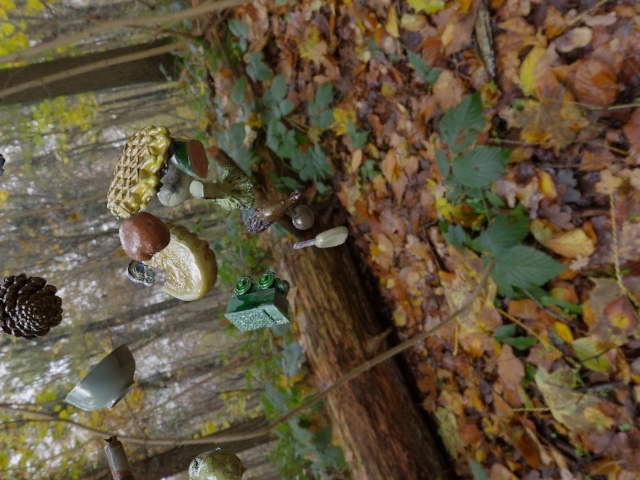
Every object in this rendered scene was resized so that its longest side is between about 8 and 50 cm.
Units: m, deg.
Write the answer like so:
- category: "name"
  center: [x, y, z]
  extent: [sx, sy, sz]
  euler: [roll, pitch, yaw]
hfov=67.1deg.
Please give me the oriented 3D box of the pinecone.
- category: "pinecone"
  center: [-1.147, 0.252, 1.881]
  extent: [0.309, 0.244, 0.244]
  euler: [31, 144, 37]

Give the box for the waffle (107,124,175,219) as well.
- category: "waffle"
  center: [-0.682, -0.257, 1.798]
  extent: [0.381, 0.095, 0.380]
  euler: [9, 80, 49]

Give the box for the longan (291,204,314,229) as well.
- category: "longan"
  center: [-0.080, -0.101, 2.103]
  extent: [0.092, 0.113, 0.114]
  euler: [-21, 84, 47]

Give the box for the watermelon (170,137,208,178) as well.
- category: "watermelon"
  center: [-0.550, -0.324, 1.930]
  extent: [0.231, 0.145, 0.129]
  euler: [83, -163, -48]

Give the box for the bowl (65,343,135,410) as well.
- category: "bowl"
  center: [-0.824, 0.559, 1.887]
  extent: [0.146, 0.289, 0.289]
  euler: [43, 170, 0]

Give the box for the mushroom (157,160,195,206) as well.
- category: "mushroom"
  center: [-0.751, -0.348, 2.424]
  extent: [0.130, 0.247, 0.345]
  euler: [164, 106, -65]

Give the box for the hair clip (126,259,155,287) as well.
- category: "hair clip"
  center: [-0.755, 0.118, 2.033]
  extent: [0.049, 0.115, 0.172]
  euler: [101, 165, -54]

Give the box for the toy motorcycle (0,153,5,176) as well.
- category: "toy motorcycle"
  center: [-1.234, -0.298, 1.583]
  extent: [0.212, 0.125, 0.358]
  euler: [27, 180, 42]

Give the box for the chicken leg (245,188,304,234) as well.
- category: "chicken leg"
  center: [-0.203, -0.113, 2.056]
  extent: [0.322, 0.177, 0.083]
  euler: [-39, 75, 48]

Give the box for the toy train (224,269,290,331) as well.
- category: "toy train"
  center: [-0.244, 0.241, 1.950]
  extent: [0.145, 0.265, 0.202]
  euler: [55, -151, -41]

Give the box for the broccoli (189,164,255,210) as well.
- category: "broccoli"
  center: [-0.504, -0.251, 2.356]
  extent: [0.361, 0.221, 0.252]
  euler: [13, -152, -50]

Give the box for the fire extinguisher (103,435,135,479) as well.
- category: "fire extinguisher"
  center: [-0.535, 0.585, 1.282]
  extent: [0.177, 0.050, 0.062]
  euler: [44, 179, 42]

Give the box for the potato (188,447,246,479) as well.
- category: "potato"
  center: [-0.356, 0.780, 1.633]
  extent: [0.248, 0.169, 0.144]
  euler: [-34, 29, 57]

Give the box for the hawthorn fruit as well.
- category: "hawthorn fruit"
  center: [-0.541, -0.031, 1.484]
  extent: [0.149, 0.149, 0.189]
  euler: [169, 90, -81]

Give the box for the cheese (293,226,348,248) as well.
- category: "cheese"
  center: [0.000, 0.000, 1.641]
  extent: [0.097, 0.191, 0.038]
  euler: [114, 137, -57]

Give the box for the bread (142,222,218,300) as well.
- category: "bread"
  center: [-0.546, 0.078, 1.929]
  extent: [0.160, 0.332, 0.334]
  euler: [-48, -49, -57]
